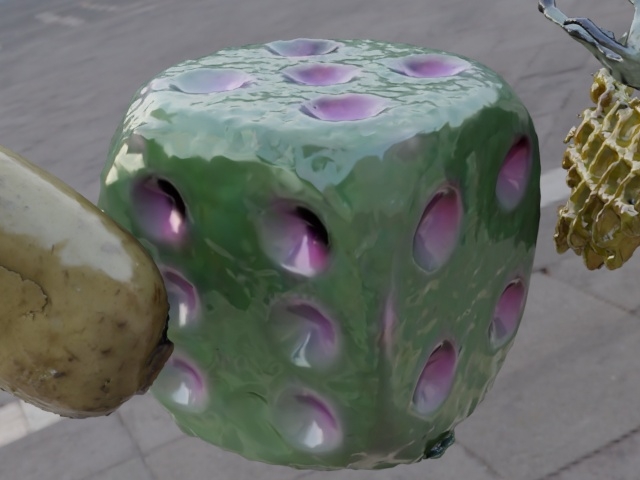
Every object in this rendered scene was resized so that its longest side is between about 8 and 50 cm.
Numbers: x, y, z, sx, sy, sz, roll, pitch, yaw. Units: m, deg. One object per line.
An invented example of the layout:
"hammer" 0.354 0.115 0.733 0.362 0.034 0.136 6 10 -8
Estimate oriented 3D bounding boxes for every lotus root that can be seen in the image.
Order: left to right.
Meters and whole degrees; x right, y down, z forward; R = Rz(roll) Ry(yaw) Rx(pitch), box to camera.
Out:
"lotus root" -0.239 0.020 0.797 0.160 0.284 0.146 -56 10 11

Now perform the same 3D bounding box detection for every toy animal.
"toy animal" 0.284 -0.134 0.792 0.216 0.073 0.176 4 45 -18

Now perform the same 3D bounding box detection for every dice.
"dice" 0.000 0.000 0.986 0.318 0.323 0.330 14 30 31

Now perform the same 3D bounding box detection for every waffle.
"waffle" 0.313 -0.097 1.028 0.293 0.069 0.260 -38 29 65
